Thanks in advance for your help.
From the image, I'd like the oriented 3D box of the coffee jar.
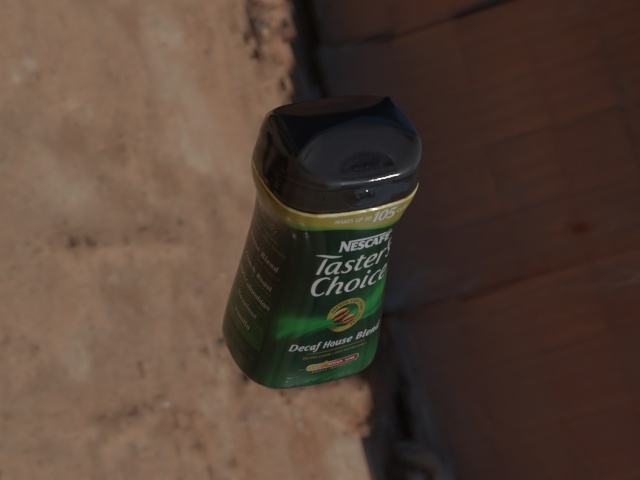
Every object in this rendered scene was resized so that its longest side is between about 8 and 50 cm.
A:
[{"bbox_3d":[0.000,0.000,0.997,0.079,0.096,0.184,57,-32,40],"label":"coffee jar"}]
